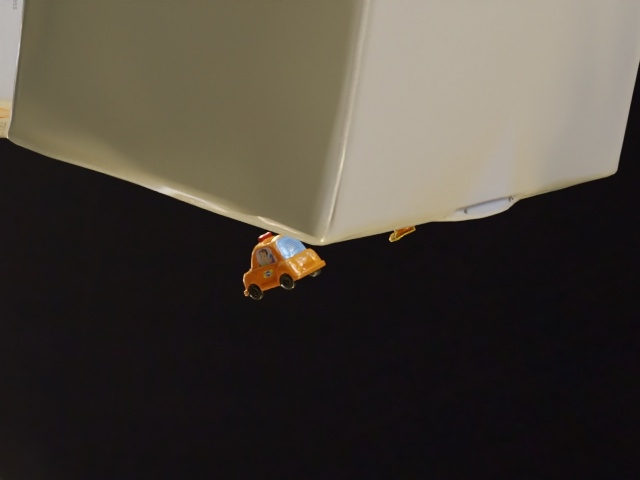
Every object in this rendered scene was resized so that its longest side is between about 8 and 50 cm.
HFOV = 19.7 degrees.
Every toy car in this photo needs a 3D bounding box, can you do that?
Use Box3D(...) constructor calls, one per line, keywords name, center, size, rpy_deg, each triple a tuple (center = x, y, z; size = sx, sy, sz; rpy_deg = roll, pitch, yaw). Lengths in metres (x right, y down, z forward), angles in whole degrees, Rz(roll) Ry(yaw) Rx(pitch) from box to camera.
Box3D(name="toy car", center=(0.000, 0.000, 1.278), size=(0.060, 0.122, 0.040), rpy_deg=(-15, -81, 59))

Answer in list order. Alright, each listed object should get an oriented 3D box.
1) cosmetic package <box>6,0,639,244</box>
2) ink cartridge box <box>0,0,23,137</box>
Box3D(name="cosmetic package", center=(0.032, -0.207, 0.644), size=(0.156, 0.217, 0.385), rpy_deg=(21, -73, 31))
Box3D(name="ink cartridge box", center=(-0.271, -0.159, 1.190), size=(0.171, 0.232, 0.168), rpy_deg=(159, -68, -78))
